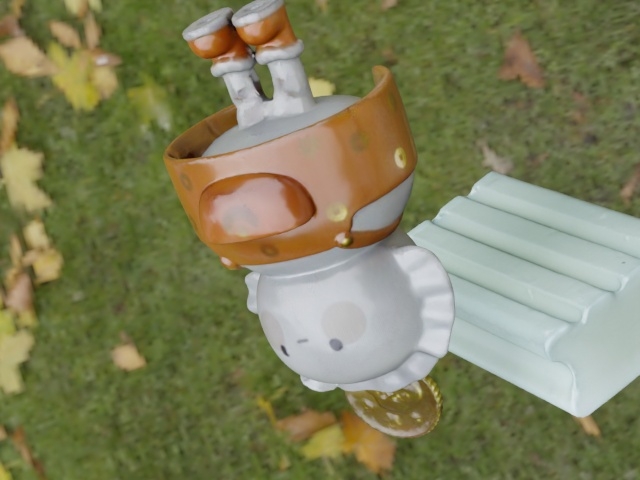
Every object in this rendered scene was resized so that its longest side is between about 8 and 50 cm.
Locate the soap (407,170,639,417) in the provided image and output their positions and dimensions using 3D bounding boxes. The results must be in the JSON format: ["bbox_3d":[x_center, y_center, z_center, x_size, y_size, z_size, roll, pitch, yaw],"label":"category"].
[{"bbox_3d":[0.181,0.038,1.260,0.265,0.159,0.088,24,146,57],"label":"soap"}]

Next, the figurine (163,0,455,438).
[{"bbox_3d":[0.003,-0.007,0.834,0.143,0.143,0.271,7,138,47],"label":"figurine"}]
